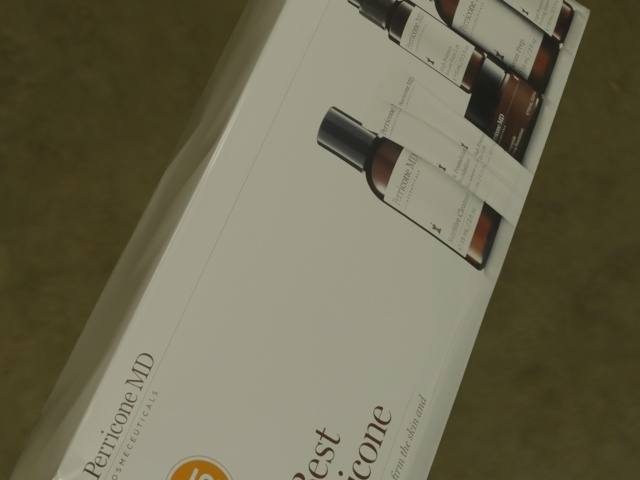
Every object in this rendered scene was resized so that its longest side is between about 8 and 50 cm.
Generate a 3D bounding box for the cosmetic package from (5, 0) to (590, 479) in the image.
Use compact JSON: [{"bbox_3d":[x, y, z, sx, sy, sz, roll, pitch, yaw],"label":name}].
[{"bbox_3d":[0.000,0.000,0.496,0.099,0.060,0.239,31,57,-13],"label":"cosmetic package"}]
